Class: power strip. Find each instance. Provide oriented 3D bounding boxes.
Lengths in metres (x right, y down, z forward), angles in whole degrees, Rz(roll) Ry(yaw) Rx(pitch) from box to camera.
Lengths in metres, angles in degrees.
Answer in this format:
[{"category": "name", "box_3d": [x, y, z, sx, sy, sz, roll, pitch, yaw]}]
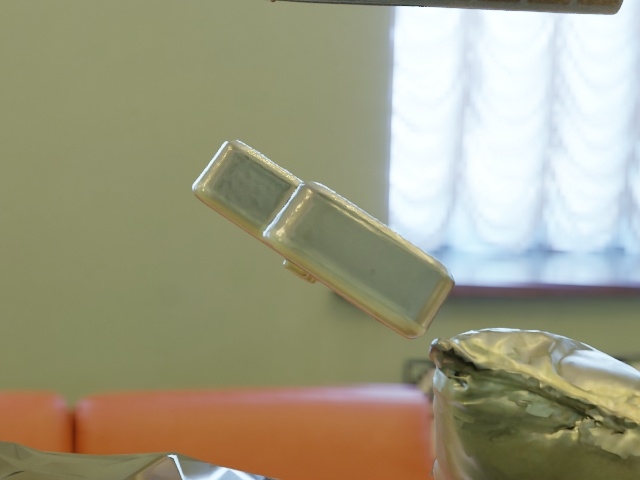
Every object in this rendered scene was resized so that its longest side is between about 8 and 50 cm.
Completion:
[{"category": "power strip", "box_3d": [0.000, 0.001, 1.275, 0.193, 0.059, 0.265, 34, -1, 3]}]

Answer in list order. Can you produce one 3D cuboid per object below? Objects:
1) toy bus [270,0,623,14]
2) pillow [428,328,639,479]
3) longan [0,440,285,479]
[{"category": "toy bus", "box_3d": [0.064, -0.198, 0.994, 0.234, 0.133, 0.116, 0, 49, -14]}, {"category": "pillow", "box_3d": [0.173, 0.121, 0.589, 0.302, 0.075, 0.185, 24, -19, 12]}, {"category": "longan", "box_3d": [-0.064, 0.237, 0.480, 0.391, 0.391, 0.391, 2, 7, 0]}]
